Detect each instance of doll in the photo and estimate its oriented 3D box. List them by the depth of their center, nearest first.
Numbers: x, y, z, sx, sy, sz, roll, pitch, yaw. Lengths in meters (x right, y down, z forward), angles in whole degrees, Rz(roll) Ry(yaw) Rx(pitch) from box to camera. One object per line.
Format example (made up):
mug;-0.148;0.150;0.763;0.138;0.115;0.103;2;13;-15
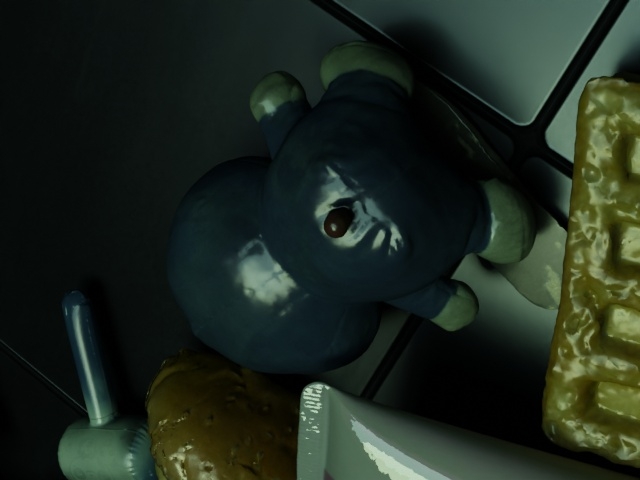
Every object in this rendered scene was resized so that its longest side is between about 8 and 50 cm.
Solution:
doll;0.000;0.000;0.827;0.228;0.154;0.258;48;137;-3

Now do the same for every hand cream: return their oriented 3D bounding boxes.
hand cream;0.150;0.215;0.802;0.359;0.118;0.185;11;119;12

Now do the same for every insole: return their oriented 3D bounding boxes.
insole;0.100;-0.046;0.828;0.248;0.011;0.081;45;127;5

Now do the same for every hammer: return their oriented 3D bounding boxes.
hammer;-0.202;0.136;1.046;0.116;0.069;0.194;-5;102;32

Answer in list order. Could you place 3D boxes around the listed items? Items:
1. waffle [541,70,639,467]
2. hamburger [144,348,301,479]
waffle;0.242;0.028;0.743;0.168;0.057;0.274;12;115;21
hamburger;-0.042;0.195;0.938;0.262;0.131;0.124;28;121;12
